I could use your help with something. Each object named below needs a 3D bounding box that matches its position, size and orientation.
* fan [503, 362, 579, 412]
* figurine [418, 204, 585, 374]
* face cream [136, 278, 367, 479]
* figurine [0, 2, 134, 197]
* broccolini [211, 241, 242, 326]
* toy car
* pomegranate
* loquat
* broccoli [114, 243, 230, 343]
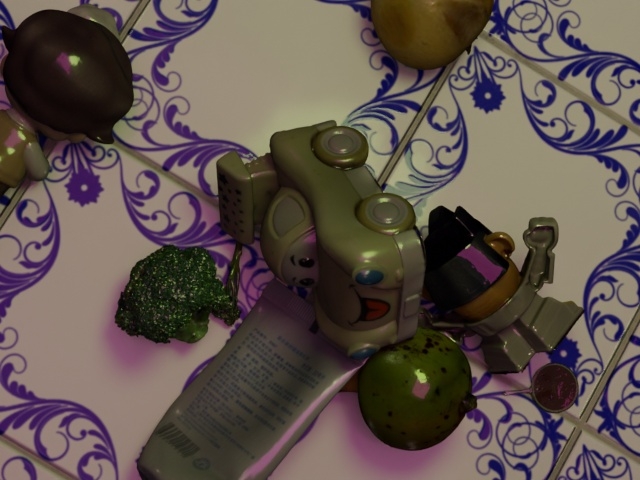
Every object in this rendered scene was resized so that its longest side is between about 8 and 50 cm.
[{"bbox_3d":[0.372,0.251,1.939,0.133,0.005,0.085,-5,84,-8],"label":"fan"},{"bbox_3d":[0.267,0.074,1.846,0.308,0.143,0.309,-2,104,-6],"label":"figurine"},{"bbox_3d":[-0.130,0.272,1.801,0.234,0.137,0.420,33,79,35],"label":"face cream"},{"bbox_3d":[-0.445,-0.198,1.835,0.218,0.206,0.365,44,105,22],"label":"figurine"},{"bbox_3d":[-0.136,0.043,1.880,0.054,0.052,0.194,16,81,-9],"label":"broccolini"},{"bbox_3d":[0.000,0.000,1.750,0.226,0.242,0.336,-17,51,-16],"label":"toy car"},{"bbox_3d":[0.120,0.240,1.821,0.245,0.198,0.198,-13,84,1],"label":"pomegranate"},{"bbox_3d":[0.188,-0.386,1.902,0.213,0.213,0.213,1,83,-7],"label":"loquat"},{"bbox_3d":[-0.236,0.092,1.808,0.195,0.195,0.156,-20,123,-9],"label":"broccoli"}]
